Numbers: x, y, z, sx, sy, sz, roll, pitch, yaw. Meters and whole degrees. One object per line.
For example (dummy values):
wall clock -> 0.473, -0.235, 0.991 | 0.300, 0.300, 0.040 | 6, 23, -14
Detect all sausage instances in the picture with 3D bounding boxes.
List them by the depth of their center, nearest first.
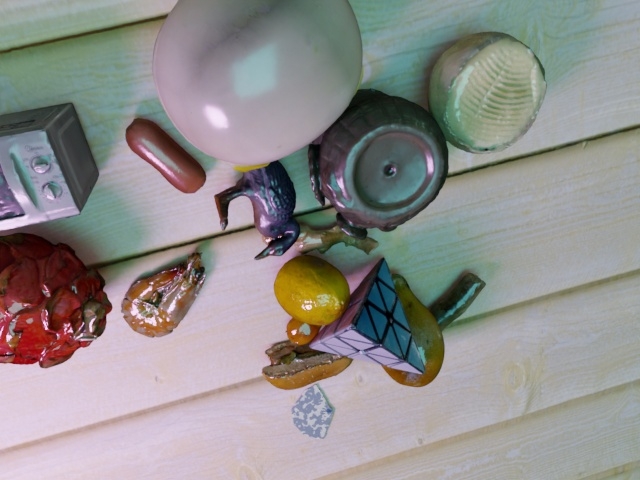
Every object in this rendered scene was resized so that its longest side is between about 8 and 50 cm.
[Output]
sausage -> -0.327, -0.177, 1.010 | 0.077, 0.077, 0.194 | -41, 118, 10

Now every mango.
mango -> 0.224, 0.246, 1.288 | 0.192, 0.146, 0.317 | -19, 97, 15
mango -> -0.041, 0.232, 1.293 | 0.114, 0.060, 0.080 | -31, 106, 6

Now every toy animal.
toy animal -> -0.141, -0.100, 1.057 | 0.185, 0.122, 0.299 | -9, 102, -15

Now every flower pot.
flower pot -> 0.113, -0.164, 1.032 | 0.301, 0.213, 0.302 | -5, 117, -9

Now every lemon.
lemon -> -0.020, 0.123, 1.161 | 0.170, 0.207, 0.170 | -35, 139, -37

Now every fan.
fan -> -0.024, 0.542, 1.486 | 0.131, 0.009, 0.240 | -10, 119, -7

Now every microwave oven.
microwave oven -> -0.599, -0.122, 0.884 | 0.295, 0.237, 0.181 | -13, 119, -7

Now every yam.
yam -> 0.347, 0.219, 1.365 | 0.071, 0.067, 0.317 | 27, 110, -35

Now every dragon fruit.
dragon fruit -> -0.614, 0.123, 0.992 | 0.342, 0.277, 0.278 | 19, 113, -1

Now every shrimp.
shrimp -> -0.378, 0.129, 1.167 | 0.154, 0.062, 0.294 | 36, 106, -20

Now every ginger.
ginger -> 0.000, 0.000, 1.175 | 0.287, 0.075, 0.089 | 6, 111, -12

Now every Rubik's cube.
Rubik's cube -> 0.116, 0.208, 1.180 | 0.228, 0.228, 0.233 | -13, 121, -22

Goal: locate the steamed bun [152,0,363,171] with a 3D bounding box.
steamed bun -> -0.106, -0.313, 0.848 | 0.373, 0.334, 0.334 | -34, 119, 2

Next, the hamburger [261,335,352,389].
hamburger -> -0.030, 0.342, 1.316 | 0.261, 0.124, 0.131 | -13, 120, -4

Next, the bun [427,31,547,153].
bun -> 0.343, -0.319, 1.036 | 0.259, 0.152, 0.260 | -7, 119, -12
